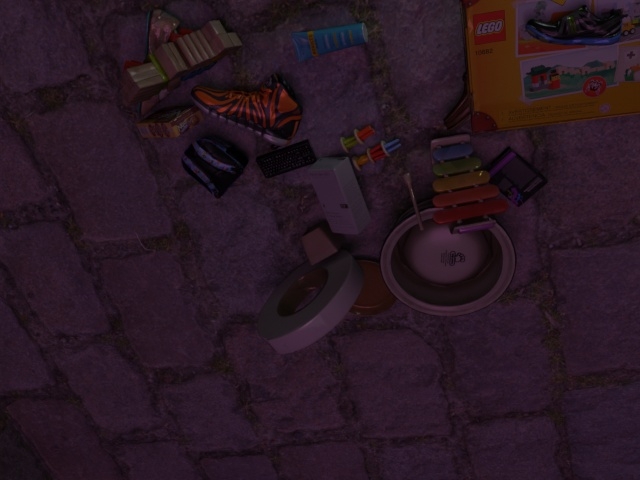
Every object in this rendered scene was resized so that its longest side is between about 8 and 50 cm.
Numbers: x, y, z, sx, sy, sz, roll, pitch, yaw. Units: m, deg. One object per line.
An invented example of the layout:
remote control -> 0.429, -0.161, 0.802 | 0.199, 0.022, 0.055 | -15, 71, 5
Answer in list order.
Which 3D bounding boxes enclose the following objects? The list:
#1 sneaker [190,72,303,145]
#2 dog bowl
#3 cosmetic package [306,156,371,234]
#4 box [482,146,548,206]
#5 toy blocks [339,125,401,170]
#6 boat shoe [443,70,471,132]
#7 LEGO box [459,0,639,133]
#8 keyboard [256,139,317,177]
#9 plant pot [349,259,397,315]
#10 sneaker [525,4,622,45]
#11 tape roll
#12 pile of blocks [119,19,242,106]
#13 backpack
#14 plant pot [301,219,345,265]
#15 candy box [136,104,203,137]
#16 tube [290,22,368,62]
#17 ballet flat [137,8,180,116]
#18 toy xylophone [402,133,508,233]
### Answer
sneaker -> -0.198, -0.413, 1.752 | 0.321, 0.125, 0.180 | 20, 120, -16
dog bowl -> 0.391, 0.035, 1.908 | 0.407, 0.150, 0.408 | 4, 122, 7
cosmetic package -> 0.059, -0.136, 1.870 | 0.117, 0.085, 0.231 | 4, 129, 43
box -> 0.571, -0.186, 1.807 | 0.162, 0.029, 0.116 | 37, 122, -13
toy blocks -> 0.149, -0.286, 1.799 | 0.148, 0.054, 0.123 | -25, 116, 23
boat shoe -> 0.428, -0.429, 1.637 | 0.104, 0.111, 0.307 | 39, 111, -10
LEGO box -> 0.573, -0.473, 1.372 | 0.499, 0.193, 0.373 | -4, 125, 15
keyboard -> -0.111, -0.258, 1.881 | 0.180, 0.023, 0.108 | -16, 118, 18
plant pot -> 0.151, 0.158, 2.099 | 0.236, 0.032, 0.236 | 4, 123, 6
sneaker -> 0.517, -0.441, 1.254 | 0.188, 0.067, 0.078 | 5, 107, 11
tape roll -> -0.036, 0.186, 1.934 | 0.392, 0.392, 0.072 | -30, 113, 25
pile of blocks -> -0.396, -0.497, 1.668 | 0.362, 0.149, 0.113 | -32, 94, -18
backpack -> -0.328, -0.241, 1.872 | 0.173, 0.117, 0.158 | 38, 121, -15
plant pot -> 0.000, 0.000, 1.984 | 0.109, 0.109, 0.096 | -30, 101, 25
candy box -> -0.440, -0.345, 1.781 | 0.186, 0.109, 0.053 | 8, 130, 45
tube -> 0.024, -0.544, 1.663 | 0.207, 0.052, 0.080 | -6, 112, 21
ballet flat -> -0.455, -0.490, 1.746 | 0.106, 0.108, 0.316 | 10, 125, -13
toy xylophone -> 0.367, -0.142, 1.718 | 0.236, 0.323, 0.081 | -17, 151, -1
